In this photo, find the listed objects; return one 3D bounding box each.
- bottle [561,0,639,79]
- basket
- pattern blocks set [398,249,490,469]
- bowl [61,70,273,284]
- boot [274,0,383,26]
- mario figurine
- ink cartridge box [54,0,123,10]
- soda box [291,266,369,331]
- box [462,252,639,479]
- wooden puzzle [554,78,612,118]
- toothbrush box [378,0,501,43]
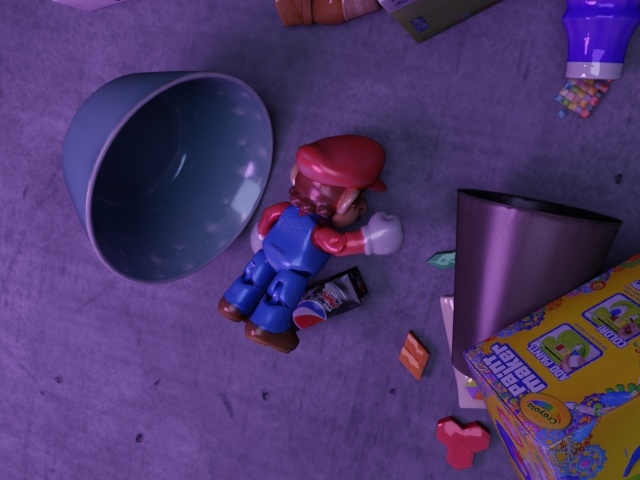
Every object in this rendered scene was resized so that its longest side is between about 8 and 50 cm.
[{"bbox_3d":[0.346,-0.338,0.769,0.092,0.118,0.282,1,105,-3],"label":"bottle"},{"bbox_3d":[0.250,0.063,0.824,0.204,0.154,0.226,18,105,34],"label":"basket"},{"bbox_3d":[0.256,0.159,0.925,0.285,0.026,0.324,-19,93,18],"label":"pattern blocks set"},{"bbox_3d":[-0.231,-0.110,0.908,0.163,0.311,0.311,31,107,31],"label":"bowl"},{"bbox_3d":[-0.006,-0.392,0.874,0.152,0.073,0.197,-3,113,23],"label":"boot"},{"bbox_3d":[0.000,0.000,0.920,0.198,0.170,0.320,32,95,1],"label":"mario figurine"},{"bbox_3d":[-0.291,-0.457,0.947,0.237,0.100,0.172,-8,96,16],"label":"ink cartridge box"},{"bbox_3d":[-0.014,0.098,0.975,0.169,0.060,0.053,-24,92,18],"label":"soda box"},{"bbox_3d":[0.360,0.207,0.726,0.279,0.177,0.290,-28,117,-3],"label":"box"},{"bbox_3d":[0.346,-0.196,0.852,0.049,0.006,0.083,34,106,8],"label":"wooden puzzle"},{"bbox_3d":[0.163,-0.345,0.737,0.206,0.283,0.122,-23,92,19],"label":"toothbrush box"}]
